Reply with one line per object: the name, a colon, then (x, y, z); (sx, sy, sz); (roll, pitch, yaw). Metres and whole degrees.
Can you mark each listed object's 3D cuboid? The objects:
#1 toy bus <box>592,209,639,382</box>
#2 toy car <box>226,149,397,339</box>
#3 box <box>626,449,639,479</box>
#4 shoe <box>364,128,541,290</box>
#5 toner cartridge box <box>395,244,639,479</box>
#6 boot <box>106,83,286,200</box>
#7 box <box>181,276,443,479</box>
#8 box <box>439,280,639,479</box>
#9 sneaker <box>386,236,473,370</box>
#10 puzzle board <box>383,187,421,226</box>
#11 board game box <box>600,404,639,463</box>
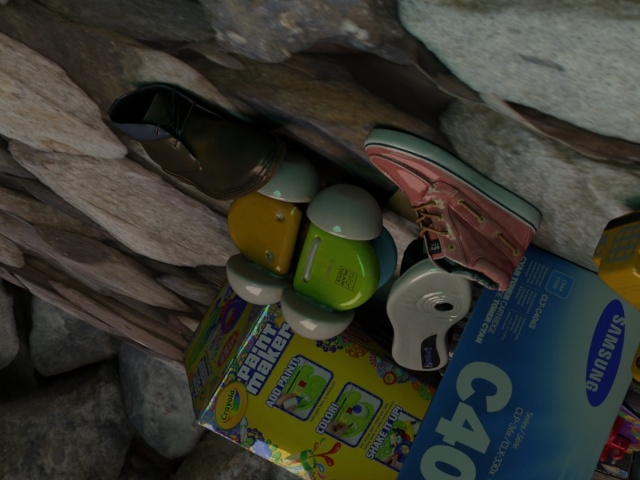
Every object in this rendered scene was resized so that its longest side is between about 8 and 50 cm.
toy bus: (0.370, 0.097, 1.131); (0.332, 0.130, 0.108); (29, 165, -13)
toy car: (0.000, 0.000, 1.422); (0.182, 0.159, 0.136); (30, -153, 30)
box: (0.406, 0.286, 1.435); (0.180, 0.077, 0.147); (7, 157, 21)
shoe: (0.107, -0.025, 1.246); (0.178, 0.081, 0.063); (29, 165, -11)
toner cartridge box: (0.178, 0.186, 1.326); (0.165, 0.348, 0.075); (24, 164, 7)
boot: (-0.127, -0.099, 1.387); (0.106, 0.082, 0.219); (32, 166, -32)
box: (-0.006, 0.175, 1.760); (0.279, 0.177, 0.290); (29, -174, -14)
box: (0.335, 0.182, 1.545); (0.395, 0.097, 0.318); (15, 158, 32)
sneaker: (0.106, 0.033, 1.401); (0.079, 0.121, 0.217); (7, 151, -1)
puzzle board: (0.117, -0.029, 1.357); (0.096, 0.011, 0.128); (28, 165, -2)
board game box: (0.286, 0.200, 1.451); (0.168, 0.033, 0.133); (36, 160, -30)
